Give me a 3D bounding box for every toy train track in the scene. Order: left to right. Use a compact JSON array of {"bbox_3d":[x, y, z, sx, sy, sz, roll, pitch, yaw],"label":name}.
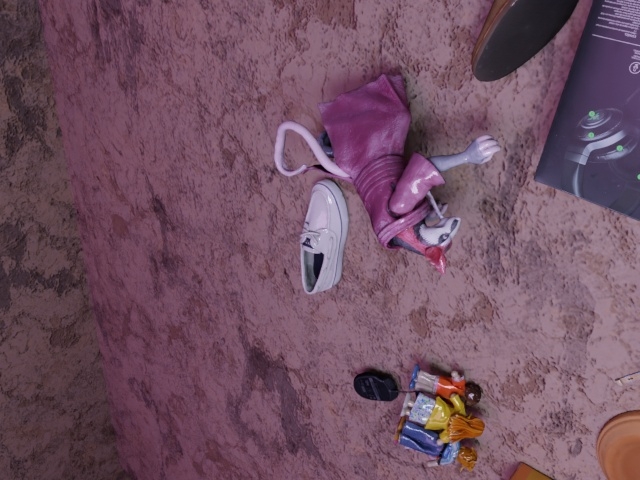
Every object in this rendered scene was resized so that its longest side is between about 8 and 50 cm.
[{"bbox_3d":[0.495,0.211,0.882,0.048,0.014,0.083,57,138,7],"label":"toy train track"}]

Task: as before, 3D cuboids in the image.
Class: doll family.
[{"bbox_3d":[0.235,0.380,1.125,0.163,0.118,0.262,16,123,14],"label":"doll family"}]

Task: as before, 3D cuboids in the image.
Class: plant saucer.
[{"bbox_3d":[0.538,0.366,0.900,0.200,0.037,0.199,21,122,36],"label":"plant saucer"}]

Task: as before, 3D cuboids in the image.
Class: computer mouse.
[{"bbox_3d":[0.174,0.318,1.239,0.242,0.041,0.071,-5,113,38],"label":"computer mouse"}]

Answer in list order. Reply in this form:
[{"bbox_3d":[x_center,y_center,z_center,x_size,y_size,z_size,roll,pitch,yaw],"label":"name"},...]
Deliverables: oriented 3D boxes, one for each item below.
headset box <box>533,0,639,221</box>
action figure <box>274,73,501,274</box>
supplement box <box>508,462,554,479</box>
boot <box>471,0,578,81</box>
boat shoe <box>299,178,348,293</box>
[{"bbox_3d":[0.427,-0.152,0.682,0.246,0.131,0.283,28,127,32],"label":"headset box"},{"bbox_3d":[0.100,-0.102,0.914,0.248,0.276,0.370,97,158,-53],"label":"action figure"},{"bbox_3d":[0.450,0.506,1.026,0.233,0.078,0.080,21,123,37],"label":"supplement box"},{"bbox_3d":[0.284,-0.361,0.761,0.115,0.112,0.305,58,137,35],"label":"boot"},{"bbox_3d":[0.000,0.000,1.210,0.095,0.084,0.258,18,122,38],"label":"boat shoe"}]
